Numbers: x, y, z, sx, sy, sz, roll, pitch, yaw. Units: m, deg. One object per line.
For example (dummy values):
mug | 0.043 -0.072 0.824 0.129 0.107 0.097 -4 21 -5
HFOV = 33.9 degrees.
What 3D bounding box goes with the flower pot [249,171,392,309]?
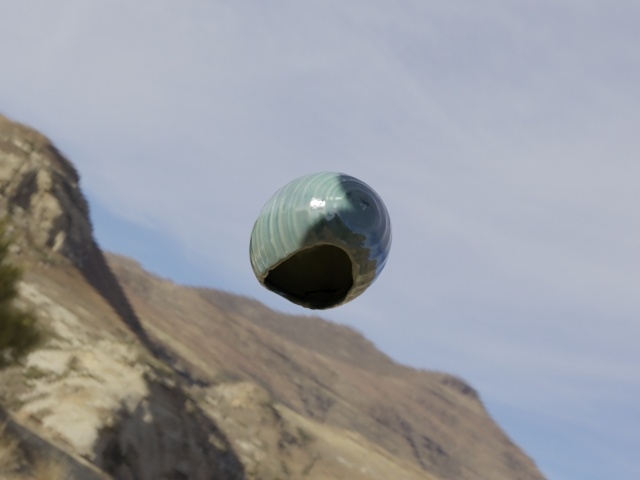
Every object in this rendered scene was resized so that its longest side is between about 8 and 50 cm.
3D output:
flower pot | 0.000 0.000 1.498 0.189 0.157 0.243 27 -35 -19
